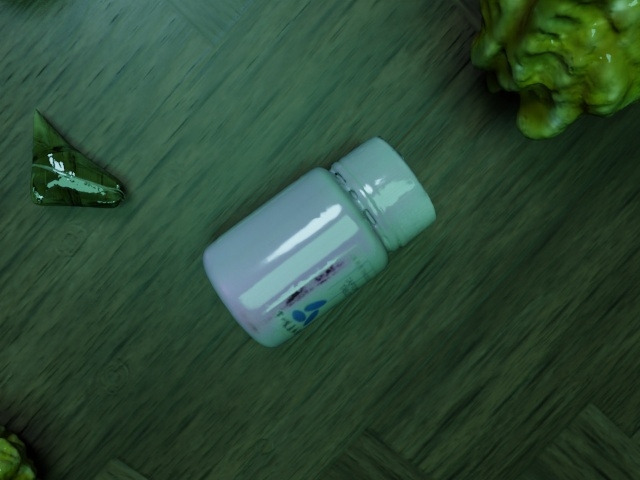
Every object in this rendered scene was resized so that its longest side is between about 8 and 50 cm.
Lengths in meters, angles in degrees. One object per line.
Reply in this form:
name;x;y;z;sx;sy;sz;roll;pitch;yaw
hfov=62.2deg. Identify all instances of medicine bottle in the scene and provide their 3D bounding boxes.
medicine bottle;0.000;0.000;0.634;0.254;0.152;0.152;-35;103;-1

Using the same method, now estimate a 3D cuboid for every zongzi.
zongzi;-0.286;-0.096;0.631;0.104;0.052;0.113;2;87;-16

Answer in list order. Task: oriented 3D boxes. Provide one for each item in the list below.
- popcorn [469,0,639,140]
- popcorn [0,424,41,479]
popcorn;0.320;-0.242;0.550;0.290;0.321;0.326;-41;85;1
popcorn;-0.437;0.321;0.621;0.189;0.169;0.218;5;94;-11
